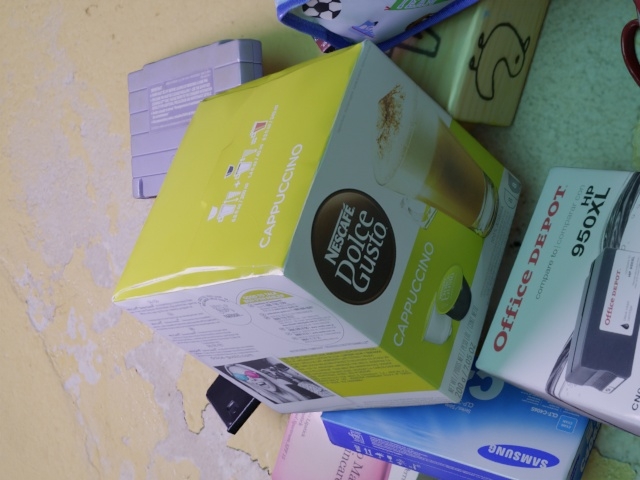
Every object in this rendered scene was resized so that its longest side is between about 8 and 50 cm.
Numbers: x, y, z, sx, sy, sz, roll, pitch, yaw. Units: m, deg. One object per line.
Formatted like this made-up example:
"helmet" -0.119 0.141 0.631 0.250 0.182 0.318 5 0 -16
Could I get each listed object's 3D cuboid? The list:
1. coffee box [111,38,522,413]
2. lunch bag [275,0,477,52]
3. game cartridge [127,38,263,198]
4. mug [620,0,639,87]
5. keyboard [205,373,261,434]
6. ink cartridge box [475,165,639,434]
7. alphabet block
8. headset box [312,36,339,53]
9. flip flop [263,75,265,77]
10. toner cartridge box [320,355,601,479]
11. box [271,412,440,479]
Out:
"coffee box" 0.000 0.000 1.514 0.338 0.334 0.338 -11 51 46
"lunch bag" 0.123 -0.450 1.387 0.385 0.239 0.328 -27 68 31
"game cartridge" -0.203 -0.191 1.872 0.355 0.068 0.230 -3 86 53
"mug" 0.456 -0.229 1.458 0.113 0.150 0.169 -8 91 -2
"keyboard" -0.041 0.163 1.749 0.317 0.033 0.201 -52 34 3
"ink cartridge box" 0.392 0.080 1.322 0.395 0.166 0.286 12 79 62
"alphabet block" 0.170 -0.278 1.586 0.193 0.192 0.197 24 105 34
"headset box" 0.013 -0.318 1.769 0.032 0.062 0.083 -42 70 29
"flip flop" -0.064 -0.216 1.807 0.277 0.080 0.112 6 96 47
"toner cartridge box" 0.190 0.241 1.576 0.347 0.075 0.165 13 56 26
"box" 0.066 0.332 1.710 0.232 0.127 0.149 25 104 32
